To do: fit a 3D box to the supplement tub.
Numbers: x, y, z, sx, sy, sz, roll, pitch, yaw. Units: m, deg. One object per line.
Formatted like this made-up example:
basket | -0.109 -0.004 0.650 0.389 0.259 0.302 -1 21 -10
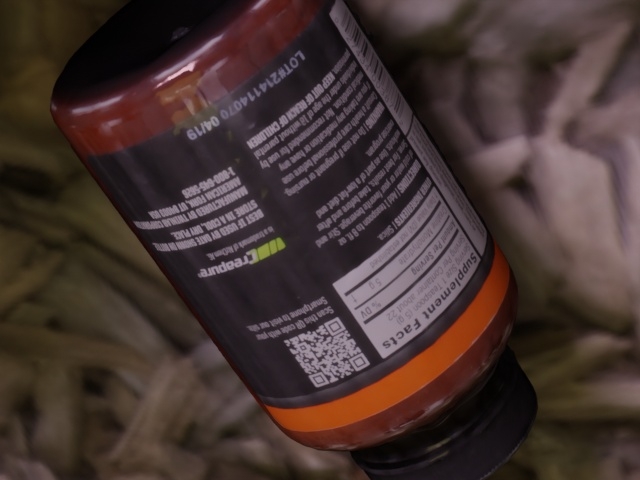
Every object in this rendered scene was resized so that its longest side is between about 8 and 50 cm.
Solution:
supplement tub | 0.000 0.000 0.611 0.106 0.106 0.198 -23 116 23
